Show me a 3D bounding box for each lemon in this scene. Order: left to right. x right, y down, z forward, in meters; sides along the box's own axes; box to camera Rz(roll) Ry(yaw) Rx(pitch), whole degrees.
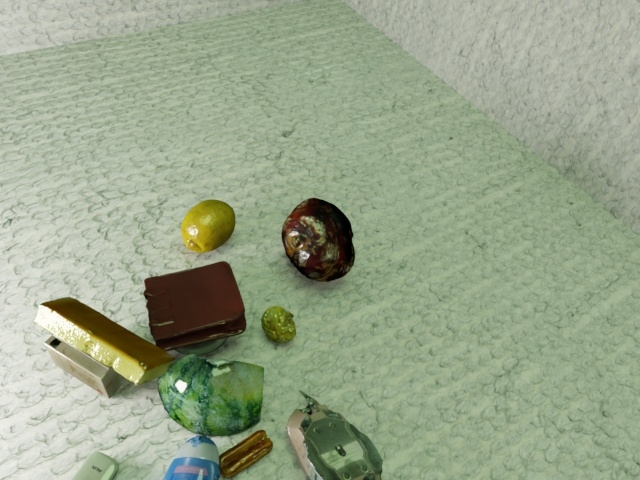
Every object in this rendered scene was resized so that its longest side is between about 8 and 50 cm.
[{"bbox_3d":[-0.384,-0.049,2.023,0.170,0.170,0.207,31,49,16],"label":"lemon"}]

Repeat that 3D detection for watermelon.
[{"bbox_3d":[-0.312,0.421,1.642,0.306,0.223,0.180,5,3,-4],"label":"watermelon"}]

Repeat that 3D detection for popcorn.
[{"bbox_3d":[-0.125,0.258,1.838,0.121,0.116,0.106,32,32,17],"label":"popcorn"}]

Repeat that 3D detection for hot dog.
[{"bbox_3d":[-0.204,0.572,1.581,0.165,0.045,0.071,-26,60,-30],"label":"hot dog"}]

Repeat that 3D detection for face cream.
[{"bbox_3d":[-0.331,0.618,1.483,0.149,0.083,0.263,1,46,9],"label":"face cream"}]

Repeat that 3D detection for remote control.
[{"bbox_3d":[-0.610,0.657,1.423,0.090,0.038,0.309,25,48,11],"label":"remote control"}]

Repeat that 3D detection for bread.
[{"bbox_3d":[-0.578,0.267,1.584,0.362,0.077,0.138,27,7,12],"label":"bread"}]

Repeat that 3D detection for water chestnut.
[{"bbox_3d":[0.000,0.000,2.000,0.244,0.289,0.289,-34,59,-7],"label":"water chestnut"}]

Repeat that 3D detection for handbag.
[{"bbox_3d":[-0.374,0.187,1.746,0.276,0.084,0.260,-14,46,-16],"label":"handbag"}]

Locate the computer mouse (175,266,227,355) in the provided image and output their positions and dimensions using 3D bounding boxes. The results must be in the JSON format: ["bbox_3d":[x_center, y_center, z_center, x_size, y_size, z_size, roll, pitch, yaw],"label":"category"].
[{"bbox_3d":[-0.375,0.220,1.835,0.198,0.095,0.330,1,43,-6],"label":"computer mouse"}]

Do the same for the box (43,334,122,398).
[{"bbox_3d":[-0.653,0.342,1.632,0.201,0.141,0.058,27,54,14],"label":"box"}]

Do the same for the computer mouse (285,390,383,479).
[{"bbox_3d":[0.019,0.568,1.592,0.200,0.114,0.389,-3,35,-36],"label":"computer mouse"}]
